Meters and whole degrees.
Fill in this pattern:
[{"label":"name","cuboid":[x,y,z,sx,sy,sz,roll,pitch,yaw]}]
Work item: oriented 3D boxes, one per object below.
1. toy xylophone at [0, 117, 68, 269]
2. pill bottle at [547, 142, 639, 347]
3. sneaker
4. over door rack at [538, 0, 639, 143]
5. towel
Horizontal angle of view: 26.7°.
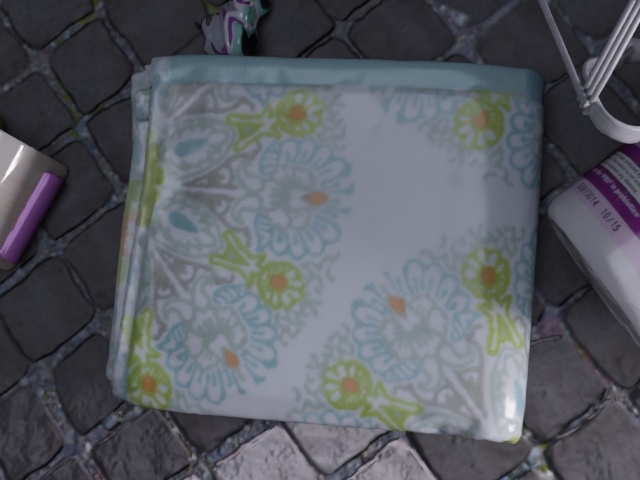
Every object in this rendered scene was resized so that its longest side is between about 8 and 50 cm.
[{"label":"toy xylophone","cuboid":[-0.417,-0.073,1.281,0.322,0.081,0.236,38,90,16]},{"label":"pill bottle","cuboid":[0.345,-0.046,1.061,0.301,0.169,0.169,-36,75,5]},{"label":"sneaker","cuboid":[-0.087,-0.209,1.255,0.069,0.038,0.098,-2,57,32]},{"label":"over door rack","cuboid":[0.239,-0.267,1.056,0.108,0.239,0.324,2,43,-25]},{"label":"towel","cuboid":[0.000,0.000,1.176,0.374,0.090,0.321,3,84,13]}]
